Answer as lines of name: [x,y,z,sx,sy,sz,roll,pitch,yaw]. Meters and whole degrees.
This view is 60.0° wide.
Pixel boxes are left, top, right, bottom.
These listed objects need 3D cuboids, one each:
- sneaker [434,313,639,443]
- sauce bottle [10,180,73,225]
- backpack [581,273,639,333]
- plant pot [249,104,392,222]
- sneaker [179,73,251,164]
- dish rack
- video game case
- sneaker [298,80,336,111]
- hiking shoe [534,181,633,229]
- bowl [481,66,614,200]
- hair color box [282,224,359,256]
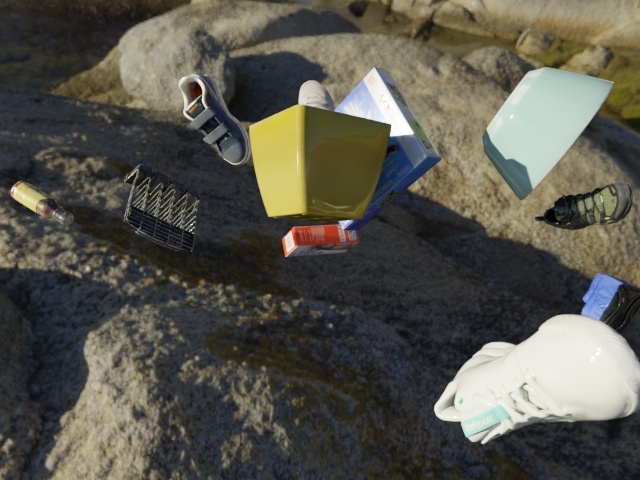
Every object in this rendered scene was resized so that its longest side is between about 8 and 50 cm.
sneaker: [0.150,0.118,0.418,0.094,0.212,0.080,-29,78,-16]
sauce bottle: [-0.531,-0.069,1.063,0.128,0.042,0.042,30,43,8]
backpack: [0.640,0.141,1.226,0.098,0.120,0.101,16,13,-16]
plant pot: [-0.006,-0.135,1.092,0.212,0.187,0.212,3,-3,-32]
sneaker: [-0.341,-0.375,1.737,0.321,0.126,0.127,59,29,7]
dish rack: [-0.417,-0.076,1.454,0.208,0.074,0.271,27,33,-28]
video game case: [0.098,-0.195,1.221,0.061,0.269,0.244,0,57,-47]
sneaker: [-0.004,-0.335,1.488,0.103,0.111,0.252,-15,68,3]
hiking shoe: [0.591,-0.068,1.250,0.114,0.227,0.086,-4,75,-17]
bowl: [0.483,-0.261,1.249,0.163,0.311,0.311,36,45,8]
hair color box: [0.000,0.000,1.386,0.167,0.093,0.053,-5,74,-23]
